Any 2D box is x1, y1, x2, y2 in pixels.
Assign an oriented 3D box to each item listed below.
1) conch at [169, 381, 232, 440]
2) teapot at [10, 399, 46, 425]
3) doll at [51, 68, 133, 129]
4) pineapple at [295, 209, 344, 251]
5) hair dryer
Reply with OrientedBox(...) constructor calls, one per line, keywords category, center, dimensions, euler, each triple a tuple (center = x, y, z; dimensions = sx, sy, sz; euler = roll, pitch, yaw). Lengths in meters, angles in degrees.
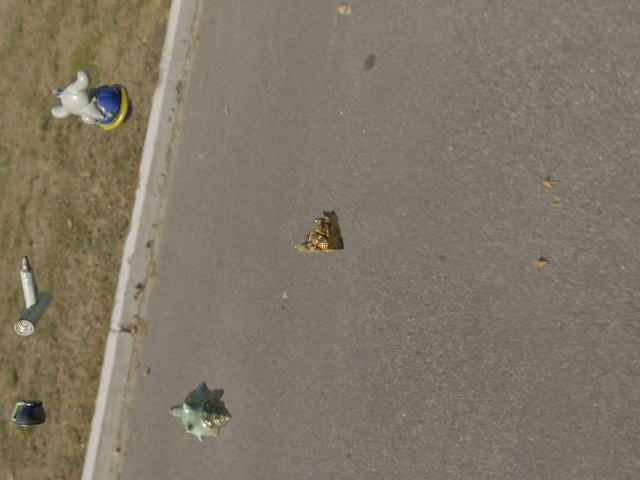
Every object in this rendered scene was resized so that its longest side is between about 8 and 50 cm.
OrientedBox(category="conch", center=(-0.305, 0.424, 1.203), dimensions=(0.233, 0.137, 0.115), euler=(20, 138, 46))
OrientedBox(category="teapot", center=(-0.726, 0.427, 1.161), dimensions=(0.087, 0.066, 0.057), euler=(0, 78, 12))
OrientedBox(category="doll", center=(-0.823, -0.471, 1.676), dimensions=(0.310, 0.242, 0.160), euler=(-12, 92, 30))
OrientedBox(category="pineapple", center=(0.000, 0.000, 0.953), dimensions=(0.114, 0.077, 0.115), euler=(-25, 40, 36))
OrientedBox(category="hair dryer", center=(-0.669, 0.103, 1.086), dimensions=(0.155, 0.044, 0.183), euler=(-131, 46, -65))
